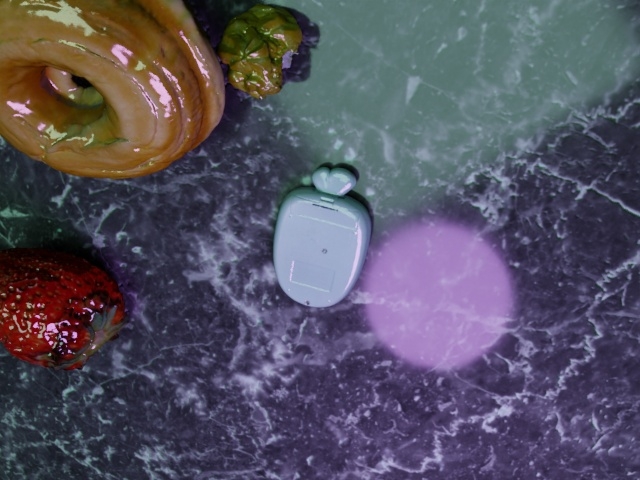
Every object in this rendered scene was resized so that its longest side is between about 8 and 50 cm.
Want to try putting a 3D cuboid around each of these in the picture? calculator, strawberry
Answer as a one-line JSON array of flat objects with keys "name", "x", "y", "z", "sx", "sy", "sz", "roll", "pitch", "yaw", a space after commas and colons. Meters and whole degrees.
[{"name": "calculator", "x": 0.000, "y": 0.000, "z": 1.020, "sx": 0.184, "sy": 0.042, "sz": 0.295, "roll": 15, "pitch": 116, "yaw": 8}, {"name": "strawberry", "x": -0.561, "y": 0.123, "z": 1.107, "sx": 0.288, "sy": 0.238, "sz": 0.250, "roll": 38, "pitch": 136, "yaw": 7}]

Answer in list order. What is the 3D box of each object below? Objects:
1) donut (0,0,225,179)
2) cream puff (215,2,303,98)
[{"name": "donut", "x": -0.374, "y": -0.271, "z": 0.853, "sx": 0.449, "sy": 0.198, "sz": 0.449, "roll": 6, "pitch": 144, "yaw": 4}, {"name": "cream puff", "x": -0.101, "y": -0.308, "z": 0.865, "sx": 0.121, "sy": 0.156, "sz": 0.156, "roll": 30, "pitch": 118, "yaw": -20}]
